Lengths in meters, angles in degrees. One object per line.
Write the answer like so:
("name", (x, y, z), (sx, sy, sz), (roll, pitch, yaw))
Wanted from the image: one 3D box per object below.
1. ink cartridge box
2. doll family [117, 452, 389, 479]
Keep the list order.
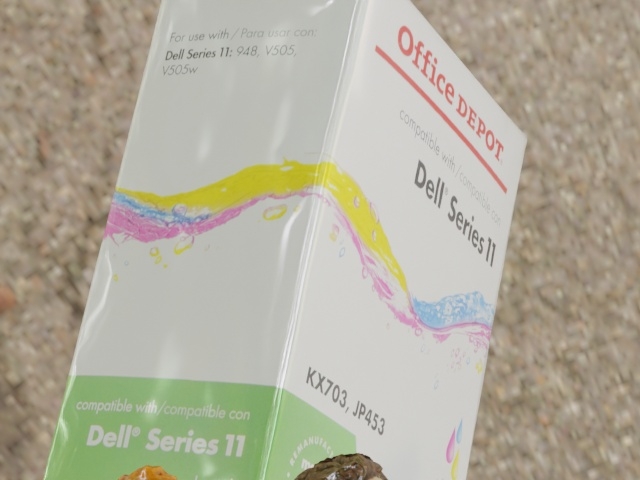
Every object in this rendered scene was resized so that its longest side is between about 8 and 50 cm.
("ink cartridge box", (0.000, 0.000, 0.987), (0.119, 0.207, 0.353), (0, 68, 29))
("doll family", (-0.054, 0.148, 0.545), (0.118, 0.163, 0.263), (-23, 1, 34))
